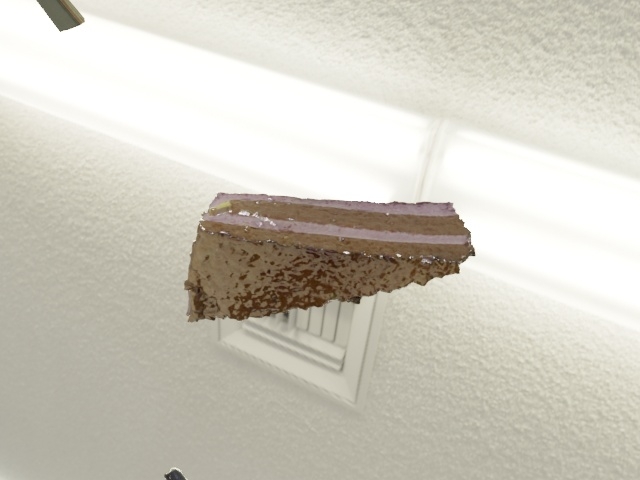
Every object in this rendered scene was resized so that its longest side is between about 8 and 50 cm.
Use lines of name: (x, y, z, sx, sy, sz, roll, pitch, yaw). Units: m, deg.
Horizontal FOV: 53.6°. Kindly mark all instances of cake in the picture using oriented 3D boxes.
cake: (0.000, 0.000, 0.631, 0.295, 0.116, 0.113, -6, -56, 7)

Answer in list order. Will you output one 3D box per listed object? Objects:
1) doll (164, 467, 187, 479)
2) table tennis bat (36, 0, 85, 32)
doll: (-0.094, 0.315, 0.582, 0.314, 0.141, 0.177, -6, -91, 50)
table tennis bat: (-0.281, -0.270, 0.529, 0.130, 0.019, 0.220, -17, -45, 17)
